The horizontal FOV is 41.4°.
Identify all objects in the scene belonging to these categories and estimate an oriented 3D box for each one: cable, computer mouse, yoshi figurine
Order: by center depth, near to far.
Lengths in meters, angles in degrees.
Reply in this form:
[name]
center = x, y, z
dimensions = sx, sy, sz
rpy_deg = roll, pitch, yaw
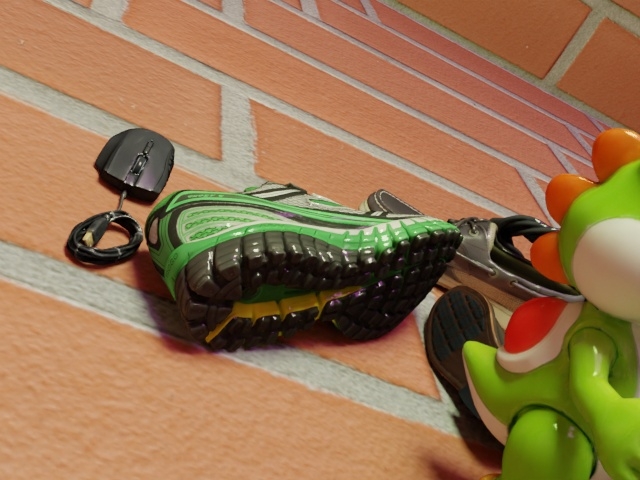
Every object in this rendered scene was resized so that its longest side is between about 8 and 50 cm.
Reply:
[yoshi figurine]
center = 0.242, 0.091, 0.594
dimensions = 0.203, 0.362, 0.203
rpy_deg = 10, 21, -18
[computer mouse]
center = -0.177, -0.051, 0.773
dimensions = 0.071, 0.041, 0.242
rpy_deg = 26, 26, -14
[cable]
center = 0.283, 0.036, 1.043
dimensions = 0.184, 0.150, 0.047
rpy_deg = 48, 66, -6

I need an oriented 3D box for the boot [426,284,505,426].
[boot]
center = 0.172, 0.133, 0.835
dimensions = 0.106, 0.082, 0.219
rpy_deg = 46, 14, -25

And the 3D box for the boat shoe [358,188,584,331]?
[boat shoe]
center = 0.180, 0.016, 1.000
dimensions = 0.285, 0.092, 0.103
rpy_deg = 36, 24, 6

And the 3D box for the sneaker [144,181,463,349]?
[sneaker]
center = 0.000, 0.000, 0.776
dimensions = 0.344, 0.134, 0.146
rpy_deg = 4, 37, -45
